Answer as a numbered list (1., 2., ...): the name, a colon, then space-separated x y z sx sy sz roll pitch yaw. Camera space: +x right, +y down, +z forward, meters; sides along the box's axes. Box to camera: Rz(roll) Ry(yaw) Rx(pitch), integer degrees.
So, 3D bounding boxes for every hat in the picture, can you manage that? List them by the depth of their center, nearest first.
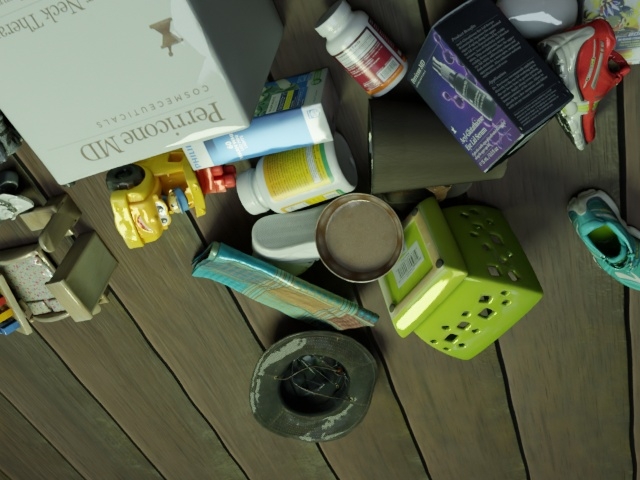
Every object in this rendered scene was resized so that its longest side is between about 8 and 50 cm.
1. hat: -0.023 0.329 1.546 0.331 0.134 0.331 -2 115 -5

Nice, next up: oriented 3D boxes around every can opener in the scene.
1. can opener: -0.722 -0.062 1.358 0.280 0.093 0.074 -21 153 28

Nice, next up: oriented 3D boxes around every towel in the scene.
1. towel: -0.089 0.112 1.349 0.370 0.040 0.271 26 162 -14

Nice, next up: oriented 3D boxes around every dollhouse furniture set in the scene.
1. dollhouse furniture set: -0.663 0.090 1.408 0.356 0.173 0.303 -11 127 16

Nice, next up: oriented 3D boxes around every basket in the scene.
1. basket: 0.196 -0.165 1.089 0.227 0.154 0.204 -3 161 3

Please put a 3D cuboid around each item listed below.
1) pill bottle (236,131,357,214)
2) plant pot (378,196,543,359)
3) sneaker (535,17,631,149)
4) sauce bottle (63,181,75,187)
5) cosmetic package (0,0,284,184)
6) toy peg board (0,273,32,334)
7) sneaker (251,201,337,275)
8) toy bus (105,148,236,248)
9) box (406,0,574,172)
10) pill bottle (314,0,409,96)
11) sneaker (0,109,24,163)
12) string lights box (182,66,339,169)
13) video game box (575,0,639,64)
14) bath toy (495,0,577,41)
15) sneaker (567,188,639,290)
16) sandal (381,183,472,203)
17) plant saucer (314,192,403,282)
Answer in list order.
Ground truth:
1. pill bottle: -0.047 -0.119 1.183 0.208 0.117 0.117 -18 125 21
2. plant pot: 0.238 0.065 1.194 0.207 0.227 0.228 16 130 -29
3. sneaker: 0.420 -0.235 0.980 0.118 0.107 0.279 -27 154 14
4. sauce bottle: -0.519 -0.165 1.260 0.042 0.042 0.128 2 132 6
5. cosmetic package: -0.290 -0.356 0.881 0.330 0.327 0.393 -13 128 18
6. toy peg board: -0.776 0.156 1.474 0.161 0.079 0.160 7 122 41
7. sneaker: 0.000 0.000 1.300 0.293 0.108 0.169 -4 159 -11
8. toy bus: -0.266 -0.102 1.170 0.212 0.220 0.149 -3 133 2
9. box: 0.246 -0.232 0.950 0.207 0.108 0.153 52 166 9
10. pill bottle: 0.066 -0.313 1.025 0.086 0.086 0.152 -34 117 30
11. sneaker: -0.612 -0.238 1.177 0.269 0.101 0.153 -27 122 33
12. string lights box: -0.104 -0.211 1.102 0.260 0.133 0.076 -10 128 15
13. video game box: 0.497 -0.361 0.952 0.205 0.048 0.187 -3 127 11
14. bath toy: 0.313 -0.435 0.858 0.129 0.151 0.348 -6 139 -8
15. sneaker: 0.569 0.022 1.221 0.275 0.110 0.107 38 125 -23
16. sandal: 0.204 -0.096 1.211 0.180 0.049 0.072 -10 128 15
17. plant saucer: 0.073 -0.006 1.177 0.169 0.029 0.168 3 101 15
